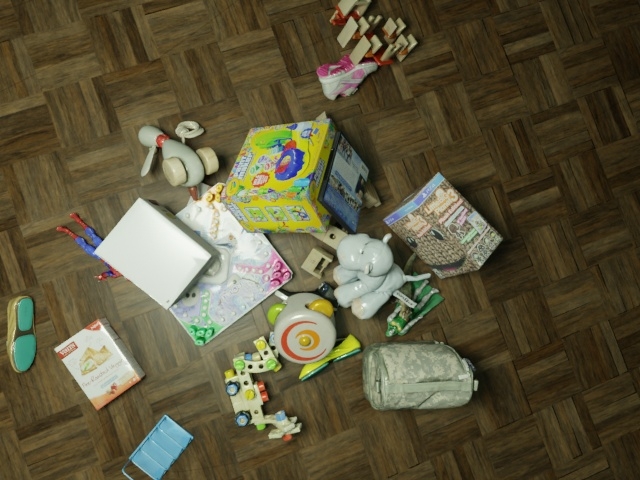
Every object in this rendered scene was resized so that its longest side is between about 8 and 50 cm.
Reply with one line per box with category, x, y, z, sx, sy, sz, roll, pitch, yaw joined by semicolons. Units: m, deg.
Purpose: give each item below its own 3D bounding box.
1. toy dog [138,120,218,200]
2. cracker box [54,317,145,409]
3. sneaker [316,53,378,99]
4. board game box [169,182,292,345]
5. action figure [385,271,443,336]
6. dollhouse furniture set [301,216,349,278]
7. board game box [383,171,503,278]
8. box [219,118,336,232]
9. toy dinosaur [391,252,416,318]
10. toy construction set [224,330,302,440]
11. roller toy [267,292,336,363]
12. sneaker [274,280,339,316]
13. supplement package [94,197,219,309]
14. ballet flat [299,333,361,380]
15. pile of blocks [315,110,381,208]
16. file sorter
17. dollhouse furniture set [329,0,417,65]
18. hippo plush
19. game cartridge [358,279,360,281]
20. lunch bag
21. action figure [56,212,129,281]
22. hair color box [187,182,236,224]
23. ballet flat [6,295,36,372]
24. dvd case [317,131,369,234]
toy dog;-0.453;-0.241;1.362;0.220;0.334;0.161;-10;128;-22
cracker box;-0.685;0.381;1.350;0.155;0.067;0.232;-36;89;-8
sneaker;0.094;-0.565;1.495;0.252;0.111;0.103;-28;50;-24
board game box;-0.354;0.079;1.384;0.390;0.050;0.390;-37;94;-2
action figure;0.303;0.238;1.468;0.137;0.063;0.232;41;82;4
dollhouse furniture set;0.000;0.000;1.442;0.128;0.129;0.184;32;113;-2
board game box;0.387;-0.038;1.402;0.291;0.232;0.141;45;71;-1
box;-0.101;-0.187;1.296;0.279;0.177;0.290;-1;56;24
toy dinosaur;0.262;0.144;1.455;0.118;0.064;0.268;9;59;9
toy construction set;-0.183;0.471;1.365;0.214;0.151;0.328;-18;77;-7
roller toy;-0.045;0.273;1.327;0.209;0.146;0.191;-17;113;4
sneaker;-0.034;0.178;1.434;0.216;0.079;0.121;28;80;-12
supplement package;-0.472;0.035;1.277;0.261;0.145;0.204;40;90;-5
ballet flat;0.023;0.381;1.430;0.230;0.077;0.077;-25;67;-10
pile of blocks;0.067;-0.252;1.468;0.112;0.149;0.362;-31;82;24
file sorter;-0.500;0.656;1.330;0.118;0.104;0.170;40;82;-2
dollhouse furniture set;0.155;-0.700;1.465;0.262;0.135;0.259;-25;80;-40
hippo plush;0.148;0.106;1.325;0.294;0.237;0.234;22;71;27
game cartridge;0.168;0.141;1.484;0.083;0.017;0.056;38;87;-2
lunch bag;0.300;0.431;1.355;0.304;0.256;0.213;0;86;-6
action figure;-0.701;0.032;1.344;0.280;0.139;0.091;41;84;-4
hair color box;-0.344;-0.121;1.430;0.167;0.053;0.093;21;86;-5
ballet flat;-0.932;0.288;1.339;0.073;0.080;0.233;-3;83;22
dvd case;0.073;-0.169;1.269;0.180;0.022;0.253;42;51;-40
